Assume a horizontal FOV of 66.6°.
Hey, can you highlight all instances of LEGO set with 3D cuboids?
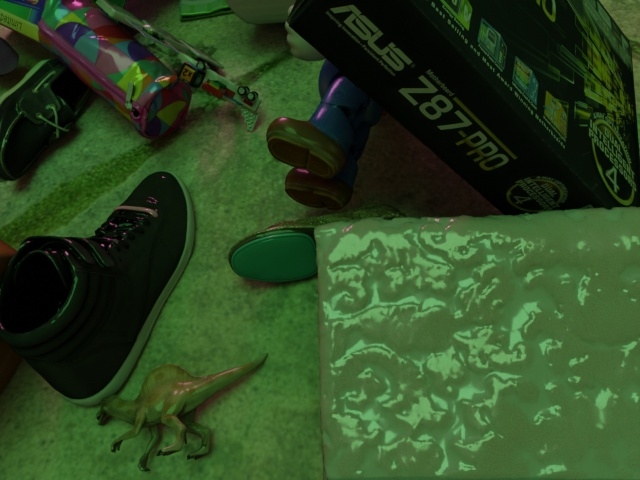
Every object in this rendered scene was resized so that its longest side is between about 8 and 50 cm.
[{"bbox_3d":[-0.189,-0.238,0.667,0.244,0.182,0.060,44,110,37],"label":"LEGO set"}]

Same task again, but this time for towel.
[{"bbox_3d":[0.160,0.128,0.394,0.332,0.053,0.316,-2,76,6],"label":"towel"},{"bbox_3d":[-0.202,-0.459,0.886,0.113,0.023,0.152,-10,57,2],"label":"towel"}]

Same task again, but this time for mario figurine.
[{"bbox_3d":[0.028,-0.200,0.574,0.170,0.198,0.320,34,67,-14],"label":"mario figurine"}]

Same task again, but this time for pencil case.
[{"bbox_3d":[-0.287,-0.244,0.680,0.236,0.104,0.104,41,70,11],"label":"pencil case"}]

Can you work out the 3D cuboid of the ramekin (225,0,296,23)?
[{"bbox_3d":[-0.073,-0.467,0.732,0.135,0.277,0.277,-2,57,15],"label":"ramekin"}]

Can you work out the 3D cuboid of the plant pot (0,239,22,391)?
[{"bbox_3d":[-0.415,0.071,0.447,0.204,0.291,0.290,21,62,1],"label":"plant pot"}]

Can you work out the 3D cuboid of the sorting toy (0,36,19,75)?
[{"bbox_3d":[-0.651,-0.207,0.761,0.365,0.127,0.126,-47,34,-23],"label":"sorting toy"}]

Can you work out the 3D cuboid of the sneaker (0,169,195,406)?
[{"bbox_3d":[-0.224,0.010,0.520,0.105,0.147,0.295,5,57,13],"label":"sneaker"}]

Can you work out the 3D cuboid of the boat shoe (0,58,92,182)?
[{"bbox_3d":[-0.400,-0.182,0.701,0.079,0.084,0.233,5,56,11],"label":"boat shoe"}]

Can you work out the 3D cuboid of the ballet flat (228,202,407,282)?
[{"bbox_3d":[0.000,0.000,0.554,0.206,0.073,0.067,-7,30,0],"label":"ballet flat"}]

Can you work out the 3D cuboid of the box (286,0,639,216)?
[{"bbox_3d":[0.183,-0.200,0.487,0.097,0.395,0.318,-25,39,48],"label":"box"}]

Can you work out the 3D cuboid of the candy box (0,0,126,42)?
[{"bbox_3d":[-0.424,-0.479,0.786,0.268,0.122,0.317,28,101,22],"label":"candy box"}]

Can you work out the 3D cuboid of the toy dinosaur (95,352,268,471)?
[{"bbox_3d":[-0.137,0.159,0.469,0.183,0.053,0.092,-16,56,-3],"label":"toy dinosaur"}]
